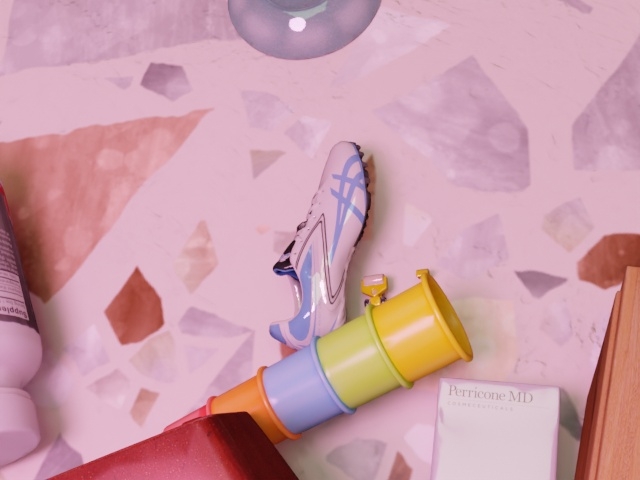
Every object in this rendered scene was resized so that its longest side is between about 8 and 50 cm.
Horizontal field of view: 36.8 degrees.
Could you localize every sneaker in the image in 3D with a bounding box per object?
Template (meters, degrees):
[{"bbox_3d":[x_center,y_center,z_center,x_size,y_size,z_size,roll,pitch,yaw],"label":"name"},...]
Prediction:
[{"bbox_3d":[0.000,0.000,1.010,0.086,0.085,0.237,13,72,-8],"label":"sneaker"}]

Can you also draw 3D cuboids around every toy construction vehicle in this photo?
[{"bbox_3d":[0.080,0.081,1.001,0.086,0.035,0.098,-13,64,17],"label":"toy construction vehicle"}]

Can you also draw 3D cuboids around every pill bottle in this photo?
[{"bbox_3d":[-0.392,0.076,1.005,0.176,0.176,0.318,-22,67,1],"label":"pill bottle"}]

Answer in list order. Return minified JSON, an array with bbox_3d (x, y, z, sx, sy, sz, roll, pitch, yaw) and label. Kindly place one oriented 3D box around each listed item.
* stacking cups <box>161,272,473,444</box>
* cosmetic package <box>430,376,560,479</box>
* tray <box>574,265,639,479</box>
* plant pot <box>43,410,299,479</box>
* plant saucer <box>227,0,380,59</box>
[{"bbox_3d":[-0.008,0.149,0.941,0.316,0.096,0.096,-31,66,13],"label":"stacking cups"},{"bbox_3d":[0.158,0.249,0.892,0.117,0.085,0.231,3,71,11],"label":"cosmetic package"},{"bbox_3d":[0.229,0.242,0.745,0.076,0.202,0.411,12,51,14],"label":"tray"},{"bbox_3d":[-0.115,0.283,0.802,0.267,0.267,0.235,-21,80,1],"label":"plant pot"},{"bbox_3d":[-0.022,-0.312,1.165,0.195,0.037,0.195,-3,68,8],"label":"plant saucer"}]
